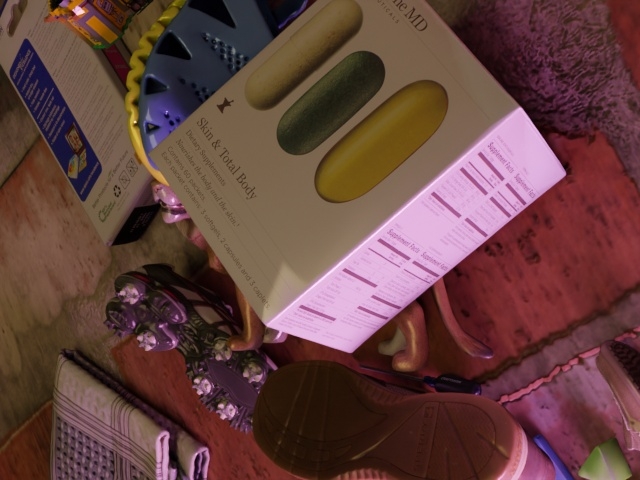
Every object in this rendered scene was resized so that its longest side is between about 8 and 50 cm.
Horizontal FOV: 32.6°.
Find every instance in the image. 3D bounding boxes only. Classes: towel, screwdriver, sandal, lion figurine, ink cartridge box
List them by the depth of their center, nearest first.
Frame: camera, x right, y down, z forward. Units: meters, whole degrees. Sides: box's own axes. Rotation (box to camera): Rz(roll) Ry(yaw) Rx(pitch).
[{"bbox_3d":[-0.099,-0.203,1.132,0.138,0.126,0.317,9,74,28],"label":"sandal"},{"bbox_3d":[0.100,0.141,1.141,0.170,0.024,0.025,13,78,49],"label":"screwdriver"},{"bbox_3d":[0.000,0.000,1.147,0.392,0.142,0.240,2,93,30],"label":"lion figurine"},{"bbox_3d":[-0.312,-0.190,1.438,0.371,0.069,0.176,55,131,18],"label":"ink cartridge box"},{"bbox_3d":[-0.286,0.351,1.531,0.324,0.056,0.312,25,115,38],"label":"towel"}]

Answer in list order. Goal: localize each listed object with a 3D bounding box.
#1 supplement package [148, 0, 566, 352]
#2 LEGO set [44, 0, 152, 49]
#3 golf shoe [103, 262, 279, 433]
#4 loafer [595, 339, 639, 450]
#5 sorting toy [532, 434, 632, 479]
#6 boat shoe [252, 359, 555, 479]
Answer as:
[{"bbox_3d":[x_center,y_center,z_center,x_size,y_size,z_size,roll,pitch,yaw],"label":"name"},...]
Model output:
[{"bbox_3d":[0.037,-0.068,0.960,0.263,0.198,0.199,-41,66,10],"label":"supplement package"},{"bbox_3d":[-0.206,-0.377,1.104,0.331,0.192,0.255,-30,45,22],"label":"LEGO set"},{"bbox_3d":[-0.122,0.118,1.299,0.273,0.120,0.105,39,120,5],"label":"golf shoe"},{"bbox_3d":[0.279,0.154,0.940,0.050,0.056,0.148,-44,68,33],"label":"loafer"},{"bbox_3d":[0.271,0.340,0.992,0.196,0.047,0.347,-34,75,43],"label":"sorting toy"},{"bbox_3d":[0.076,0.199,1.093,0.342,0.123,0.123,-1,68,43],"label":"boat shoe"}]
